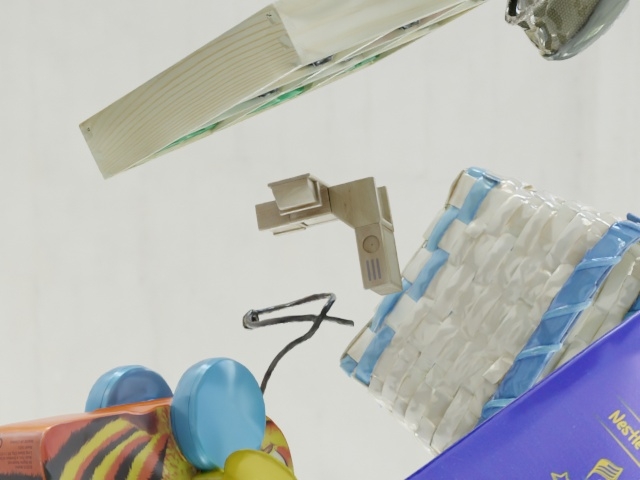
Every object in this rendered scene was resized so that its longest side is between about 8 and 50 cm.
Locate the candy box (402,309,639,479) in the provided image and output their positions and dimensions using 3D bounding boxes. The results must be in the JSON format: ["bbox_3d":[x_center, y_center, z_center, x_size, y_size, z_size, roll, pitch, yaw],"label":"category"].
[{"bbox_3d":[0.125,0.226,0.838,0.268,0.317,0.122,51,-19,19],"label":"candy box"}]

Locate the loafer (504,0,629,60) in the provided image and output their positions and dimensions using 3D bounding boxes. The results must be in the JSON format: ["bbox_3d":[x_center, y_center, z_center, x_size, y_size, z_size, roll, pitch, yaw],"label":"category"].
[{"bbox_3d":[0.108,-0.206,0.799,0.094,0.087,0.251,167,-68,-73],"label":"loafer"}]

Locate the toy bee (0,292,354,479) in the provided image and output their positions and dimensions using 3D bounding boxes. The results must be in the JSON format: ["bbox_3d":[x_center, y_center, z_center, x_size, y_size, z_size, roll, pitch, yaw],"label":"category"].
[{"bbox_3d":[-0.066,0.148,1.089,0.195,0.298,0.162,-4,-78,58],"label":"toy bee"}]

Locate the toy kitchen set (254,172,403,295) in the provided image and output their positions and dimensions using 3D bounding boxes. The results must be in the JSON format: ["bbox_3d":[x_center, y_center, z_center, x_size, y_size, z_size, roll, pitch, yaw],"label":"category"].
[{"bbox_3d":[0.000,0.000,1.146,0.083,0.068,0.075,-13,-105,17],"label":"toy kitchen set"}]

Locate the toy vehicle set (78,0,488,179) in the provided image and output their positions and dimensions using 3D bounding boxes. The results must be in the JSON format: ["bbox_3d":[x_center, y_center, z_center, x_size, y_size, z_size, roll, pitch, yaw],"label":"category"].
[{"bbox_3d":[0.005,-0.117,1.022,0.166,0.267,0.035,-25,-88,42],"label":"toy vehicle set"}]

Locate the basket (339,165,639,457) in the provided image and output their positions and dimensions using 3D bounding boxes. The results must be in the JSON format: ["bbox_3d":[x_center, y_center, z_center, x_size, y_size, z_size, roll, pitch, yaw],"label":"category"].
[{"bbox_3d":[0.186,0.094,1.240,0.289,0.201,0.255,37,-87,28],"label":"basket"}]
